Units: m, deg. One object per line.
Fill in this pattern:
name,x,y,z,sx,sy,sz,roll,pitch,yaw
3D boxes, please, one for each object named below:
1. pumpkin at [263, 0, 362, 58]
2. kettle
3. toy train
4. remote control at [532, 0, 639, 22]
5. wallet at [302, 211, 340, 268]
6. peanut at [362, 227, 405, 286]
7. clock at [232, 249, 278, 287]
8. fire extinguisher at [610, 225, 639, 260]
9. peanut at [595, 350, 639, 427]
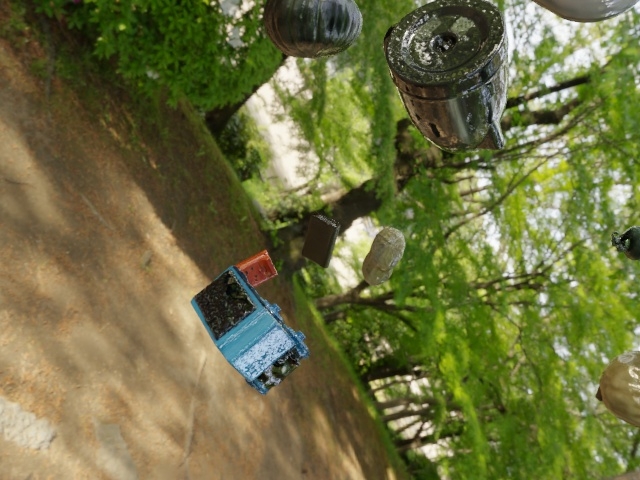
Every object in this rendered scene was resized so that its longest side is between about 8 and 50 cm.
pumpkin,-0.016,-0.551,1.308,0.249,0.250,0.216,-83,-174,-64
kettle,0.260,-0.335,1.164,0.321,0.228,0.324,40,-6,33
toy train,-0.176,0.221,1.333,0.300,0.188,0.265,41,-13,49
remote control,0.592,-0.622,1.249,0.332,0.221,0.103,53,0,33
wallet,0.000,0.000,1.819,0.031,0.110,0.198,-44,158,-43
peanut,0.173,0.051,1.479,0.214,0.090,0.098,109,-33,-52
clock,-0.247,0.120,2.017,0.113,0.155,0.061,66,-13,-17
fire extinguisher,0.917,0.006,1.423,0.114,0.312,0.095,72,19,-73
peanut,0.638,0.280,0.915,0.159,0.292,0.142,-8,109,-58
